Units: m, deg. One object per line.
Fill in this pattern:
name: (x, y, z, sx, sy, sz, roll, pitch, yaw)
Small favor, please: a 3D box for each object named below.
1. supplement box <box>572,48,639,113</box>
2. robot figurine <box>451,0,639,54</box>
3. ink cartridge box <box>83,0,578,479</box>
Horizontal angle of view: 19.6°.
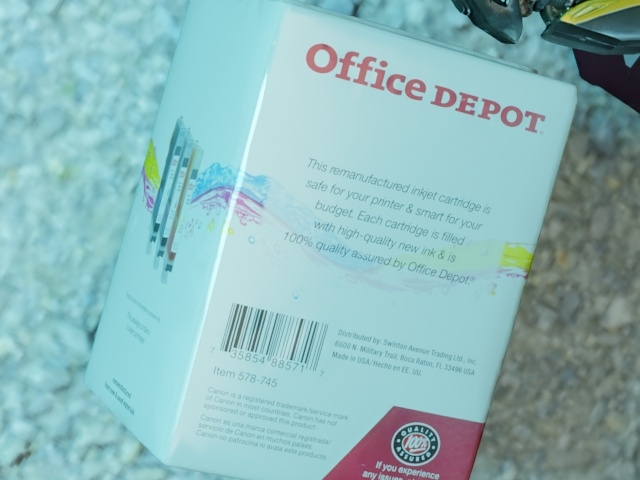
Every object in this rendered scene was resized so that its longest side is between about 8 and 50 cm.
supplement box: (0.235, -0.129, 0.791, 0.239, 0.130, 0.073, -32, 129, -13)
robot figurine: (0.057, -0.201, 0.699, 0.291, 0.085, 0.211, 32, 63, -11)
ink cartridge box: (0.000, 0.000, 0.734, 0.128, 0.127, 0.176, 15, 95, -22)
